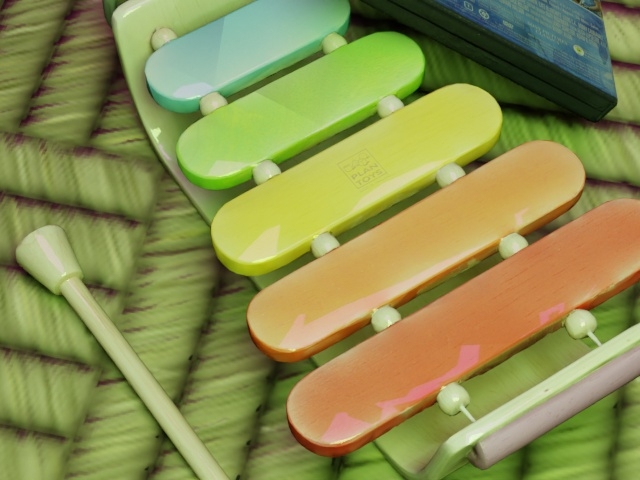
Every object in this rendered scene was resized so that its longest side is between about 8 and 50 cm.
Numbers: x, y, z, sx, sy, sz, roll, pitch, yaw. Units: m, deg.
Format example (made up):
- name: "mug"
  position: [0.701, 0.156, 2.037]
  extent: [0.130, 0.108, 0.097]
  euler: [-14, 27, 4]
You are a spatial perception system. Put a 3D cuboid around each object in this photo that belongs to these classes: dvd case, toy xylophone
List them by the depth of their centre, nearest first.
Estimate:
- name: "toy xylophone"
  position: [0.000, 0.000, 0.855]
  extent: [0.236, 0.081, 0.322]
  euler: [-36, 62, -22]
- name: "dvd case"
  position: [0.071, -0.189, 0.952]
  extent: [0.180, 0.022, 0.253]
  euler: [24, 42, -24]

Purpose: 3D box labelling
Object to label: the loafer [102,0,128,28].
- name: "loafer"
  position: [-0.021, -0.190, 0.982]
  extent: [0.087, 0.094, 0.251]
  euler: [33, 59, 22]
